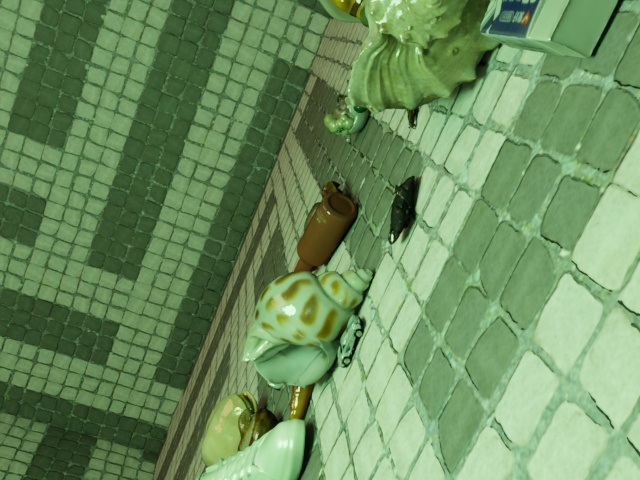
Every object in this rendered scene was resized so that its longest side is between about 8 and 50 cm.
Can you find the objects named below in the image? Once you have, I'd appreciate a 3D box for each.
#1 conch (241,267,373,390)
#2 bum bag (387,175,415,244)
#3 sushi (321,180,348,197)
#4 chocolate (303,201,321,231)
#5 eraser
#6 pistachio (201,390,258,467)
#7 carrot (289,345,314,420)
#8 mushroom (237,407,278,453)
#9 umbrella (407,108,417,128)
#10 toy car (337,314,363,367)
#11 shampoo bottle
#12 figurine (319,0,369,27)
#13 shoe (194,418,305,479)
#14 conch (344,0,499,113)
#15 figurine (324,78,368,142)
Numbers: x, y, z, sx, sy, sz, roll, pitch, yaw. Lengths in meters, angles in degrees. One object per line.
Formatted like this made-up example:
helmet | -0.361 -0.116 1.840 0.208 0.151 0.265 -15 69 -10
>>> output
conch | -0.023 0.138 1.186 0.275 0.183 0.148 -32 17 37
bum bag | 0.132 -0.053 1.075 0.058 0.034 0.124 113 172 -59
sushi | 0.037 -0.092 1.507 0.052 0.055 0.120 -56 26 14
chocolate | -0.023 -0.055 1.753 0.064 0.031 0.100 -90 22 -69
eraser | 0.269 -0.285 0.776 0.210 0.068 0.124 -108 40 -69
pistachio | -0.199 0.450 1.554 0.145 0.117 0.200 36 100 38
carrot | -0.026 0.218 1.290 0.066 0.062 0.271 -18 49 32
mushroom | -0.136 0.410 1.384 0.127 0.087 0.127 -159 90 -82
umbrella | 0.168 -0.237 1.233 0.020 0.031 0.083 -18 48 33
toy car | 0.046 0.170 1.116 0.041 0.025 0.093 -118 50 -75
shampoo bottle | -0.002 0.001 1.464 0.244 0.085 0.085 120 164 -45
figurine | 0.095 -0.623 1.745 0.166 0.250 0.141 -57 37 35
shoe | -0.151 0.441 1.233 0.131 0.160 0.363 -91 24 -54
conch | 0.160 -0.309 1.009 0.297 0.210 0.352 -59 -13 14
figurine | 0.081 -0.335 1.596 0.197 0.094 0.147 -67 23 11
